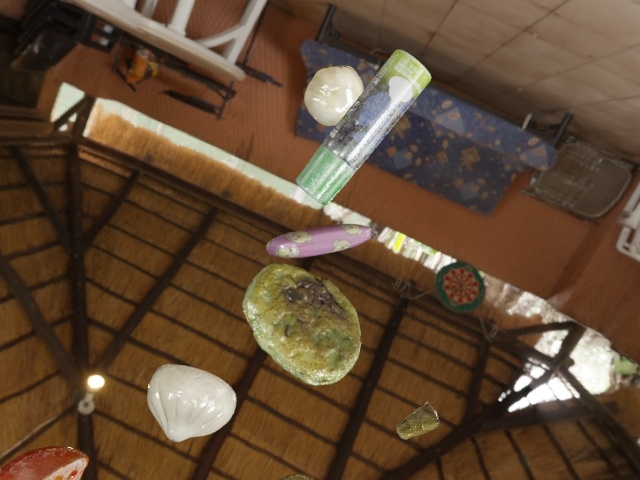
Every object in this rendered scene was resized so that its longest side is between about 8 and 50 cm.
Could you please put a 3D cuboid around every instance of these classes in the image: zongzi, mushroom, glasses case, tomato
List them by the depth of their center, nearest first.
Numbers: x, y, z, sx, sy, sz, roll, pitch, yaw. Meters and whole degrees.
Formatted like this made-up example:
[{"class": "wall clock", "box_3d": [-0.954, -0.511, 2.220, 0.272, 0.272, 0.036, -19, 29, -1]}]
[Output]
[{"class": "mushroom", "box_3d": [0.034, -0.365, 1.218, 0.154, 0.154, 0.122, 19, -152, -27]}, {"class": "tomato", "box_3d": [-0.764, 0.655, 1.225, 0.144, 0.338, 0.338, 34, -167, 9]}, {"class": "glasses case", "box_3d": [0.000, 0.000, 1.351, 0.317, 0.075, 0.123, -10, -176, -34]}, {"class": "zongzi", "box_3d": [0.338, 0.646, 1.676, 0.078, 0.160, 0.176, 52, -177, 6]}]

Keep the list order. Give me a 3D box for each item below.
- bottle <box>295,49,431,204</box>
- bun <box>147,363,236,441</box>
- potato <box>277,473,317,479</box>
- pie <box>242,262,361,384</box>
[{"class": "bottle", "box_3d": [0.081, -0.222, 0.981, 0.093, 0.330, 0.093, 38, -169, -9]}, {"class": "bun", "box_3d": [-0.200, 0.253, 0.726, 0.138, 0.138, 0.094, 23, -131, -8]}, {"class": "potato", "box_3d": [-0.040, 0.563, 0.992, 0.157, 0.157, 0.194, 21, 161, -16]}, {"class": "pie", "box_3d": [-0.030, 0.180, 1.146, 0.324, 0.070, 0.323, 20, -137, -20]}]
